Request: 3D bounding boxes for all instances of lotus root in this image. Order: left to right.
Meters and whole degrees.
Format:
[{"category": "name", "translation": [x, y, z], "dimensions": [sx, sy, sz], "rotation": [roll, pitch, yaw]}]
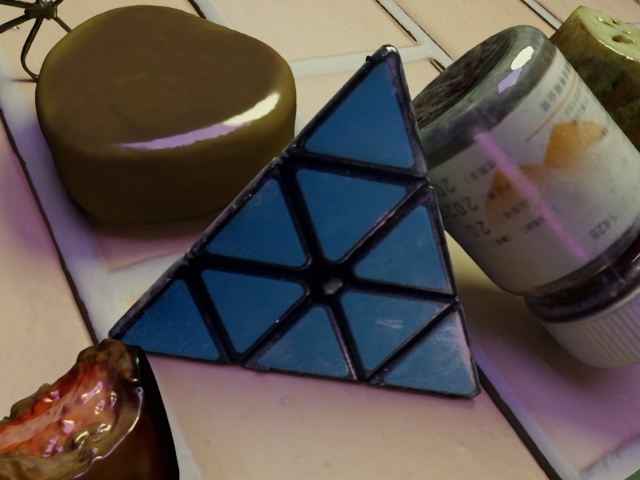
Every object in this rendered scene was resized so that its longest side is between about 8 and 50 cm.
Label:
[{"category": "lotus root", "translation": [0.397, -0.209, 0.936], "dimensions": [0.235, 0.119, 0.138], "rotation": [34, 41, 12]}]

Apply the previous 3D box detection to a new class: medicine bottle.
[{"category": "medicine bottle", "translation": [0.197, -0.033, 0.607], "dimensions": [0.273, 0.165, 0.165], "rotation": [45, 44, -14]}]

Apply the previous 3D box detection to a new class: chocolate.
[{"category": "chocolate", "translation": [-0.161, 0.131, 0.427], "dimensions": [0.133, 0.124, 0.127], "rotation": [-14, 78, -5]}]

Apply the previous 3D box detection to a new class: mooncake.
[{"category": "mooncake", "translation": [-0.147, -0.111, 0.654], "dimensions": [0.235, 0.117, 0.235], "rotation": [3, 52, -4]}]

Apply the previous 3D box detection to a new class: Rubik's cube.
[{"category": "Rubik's cube", "translation": [-0.001, -0.002, 0.587], "dimensions": [0.233, 0.229, 0.228], "rotation": [20, 76, -53]}]

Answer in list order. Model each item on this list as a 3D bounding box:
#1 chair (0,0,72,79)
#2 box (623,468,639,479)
[{"category": "chair", "translation": [-0.330, -0.136, 0.594], "dimensions": [0.326, 0.160, 0.170], "rotation": [-17, 58, -30]}, {"category": "box", "translation": [0.181, 0.197, 0.394], "dimensions": [0.153, 0.245, 0.092], "rotation": [-23, 62, -33]}]
